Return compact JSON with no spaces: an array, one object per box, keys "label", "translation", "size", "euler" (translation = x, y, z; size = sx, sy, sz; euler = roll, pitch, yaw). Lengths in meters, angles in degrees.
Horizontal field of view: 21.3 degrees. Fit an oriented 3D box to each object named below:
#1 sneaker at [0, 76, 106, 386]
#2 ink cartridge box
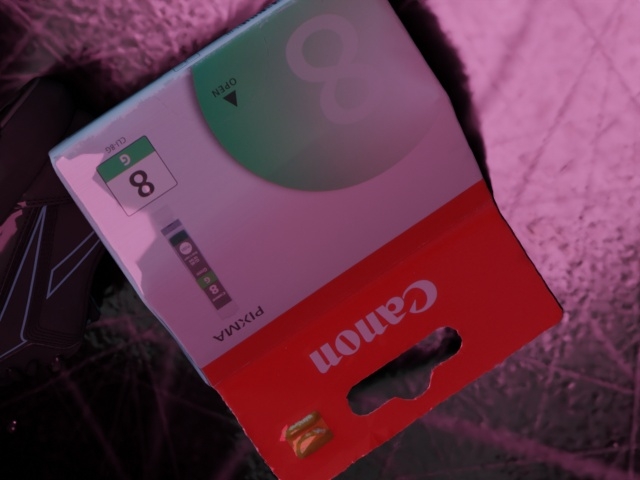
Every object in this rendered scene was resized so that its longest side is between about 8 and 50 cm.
[{"label":"sneaker","translation":[-0.181,0.048,0.892],"size":[0.106,0.101,0.267],"euler":[34,95,-17]},{"label":"ink cartridge box","translation":[0.000,0.000,0.854],"size":[0.181,0.056,0.224],"euler":[-34,98,-3]}]
